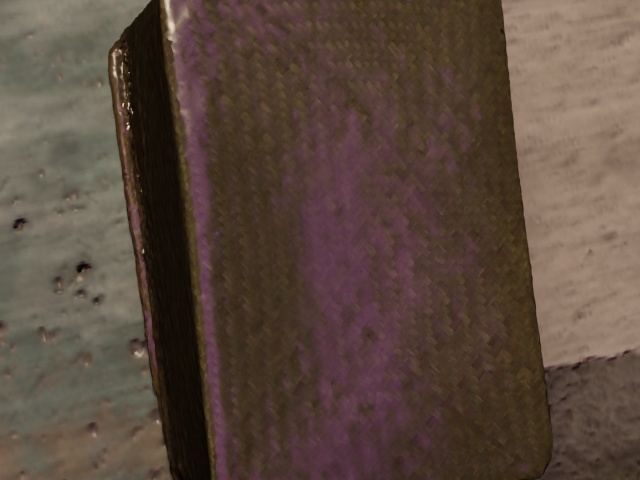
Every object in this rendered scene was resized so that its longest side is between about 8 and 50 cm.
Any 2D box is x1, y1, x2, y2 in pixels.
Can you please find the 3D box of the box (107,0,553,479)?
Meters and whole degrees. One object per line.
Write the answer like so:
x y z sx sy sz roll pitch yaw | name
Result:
-0.001 0.000 0.670 0.184 0.143 0.273 -7 91 -16 | box
